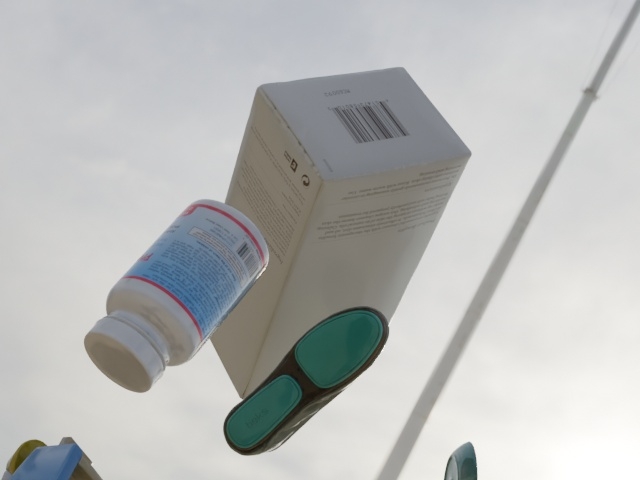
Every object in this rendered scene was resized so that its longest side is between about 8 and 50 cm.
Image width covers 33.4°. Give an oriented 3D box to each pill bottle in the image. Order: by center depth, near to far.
[{"bbox_3d":[-0.118,0.045,0.874,0.087,0.160,0.087,23,-39,20],"label":"pill bottle"}]

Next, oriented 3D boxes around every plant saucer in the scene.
[{"bbox_3d":[0.169,0.306,1.314,0.021,0.119,0.119,6,-29,-5],"label":"plant saucer"}]

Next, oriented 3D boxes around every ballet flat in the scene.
[{"bbox_3d":[-0.011,0.143,1.102,0.072,0.213,0.068,53,10,21],"label":"ballet flat"}]

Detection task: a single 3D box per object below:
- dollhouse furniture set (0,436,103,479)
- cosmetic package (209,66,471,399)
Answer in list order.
[{"bbox_3d":[-0.241,0.355,0.853,0.198,0.303,0.286,-11,-53,29],"label":"dollhouse furniture set"},{"bbox_3d":[0.000,0.000,1.212,0.155,0.197,0.365,57,-38,31],"label":"cosmetic package"}]
